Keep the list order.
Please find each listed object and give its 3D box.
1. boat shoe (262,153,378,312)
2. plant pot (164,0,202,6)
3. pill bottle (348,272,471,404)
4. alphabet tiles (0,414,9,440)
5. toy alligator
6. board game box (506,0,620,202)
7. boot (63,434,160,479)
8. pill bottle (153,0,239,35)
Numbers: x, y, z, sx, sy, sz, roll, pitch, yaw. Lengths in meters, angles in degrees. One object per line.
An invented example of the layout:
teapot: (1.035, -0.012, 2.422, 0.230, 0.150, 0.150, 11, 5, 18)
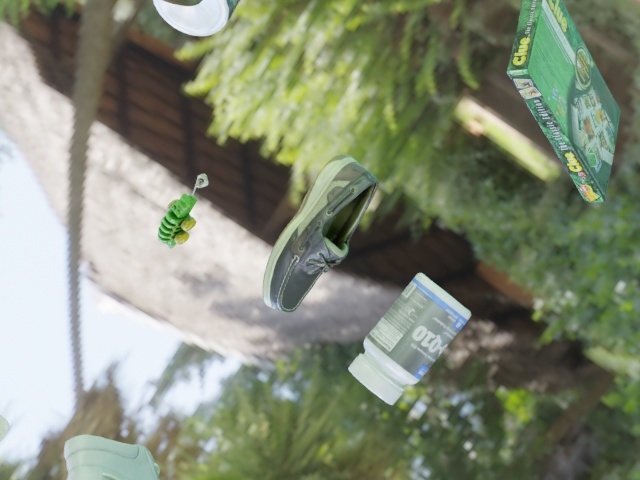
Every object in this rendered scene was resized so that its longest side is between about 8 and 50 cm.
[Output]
boat shoe: (0.001, 0.000, 1.921, 0.073, 0.223, 0.080, 34, -170, 36)
plant pot: (-0.162, -0.392, 1.762, 0.167, 0.165, 0.167, 29, -149, -20)
pill bottle: (0.098, 0.111, 1.678, 0.078, 0.137, 0.078, 38, -178, -1)
alphabet tiles: (-0.633, 0.267, 2.293, 0.278, 0.284, 0.021, 39, 154, -8)
toy alligator: (-0.255, -0.047, 2.682, 0.051, 0.190, 0.056, -21, -118, -42)
board game box: (0.283, -0.169, 1.717, 0.030, 0.136, 0.260, -1, 147, 32)
boot: (-0.173, 0.283, 1.603, 0.258, 0.095, 0.123, 35, -144, -49)
pill bottle: (-0.163, -0.443, 2.363, 0.130, 0.130, 0.246, 32, -132, -8)
